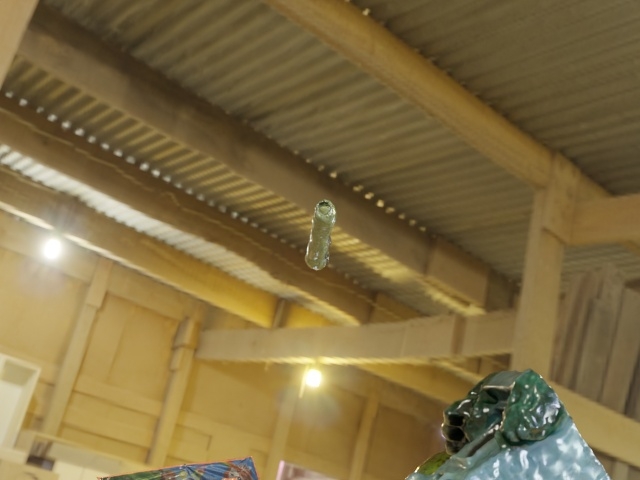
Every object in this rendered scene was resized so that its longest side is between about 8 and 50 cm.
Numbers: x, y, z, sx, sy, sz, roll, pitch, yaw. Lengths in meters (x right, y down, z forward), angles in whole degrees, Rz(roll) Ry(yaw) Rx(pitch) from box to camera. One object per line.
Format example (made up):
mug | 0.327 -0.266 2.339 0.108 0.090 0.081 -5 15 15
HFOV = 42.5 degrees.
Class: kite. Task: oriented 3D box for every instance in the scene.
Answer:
kite | -0.094 0.228 0.681 0.190 0.159 0.010 26 -56 9

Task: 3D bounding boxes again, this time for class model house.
model house | 0.177 0.358 1.030 0.252 0.329 0.295 52 -10 2

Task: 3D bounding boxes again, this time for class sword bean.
sword bean | 0.000 0.000 1.231 0.038 0.043 0.269 17 -17 2

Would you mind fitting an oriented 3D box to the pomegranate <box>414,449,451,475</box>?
pomegranate | 0.280 0.521 1.593 0.214 0.214 0.248 -2 -35 35
